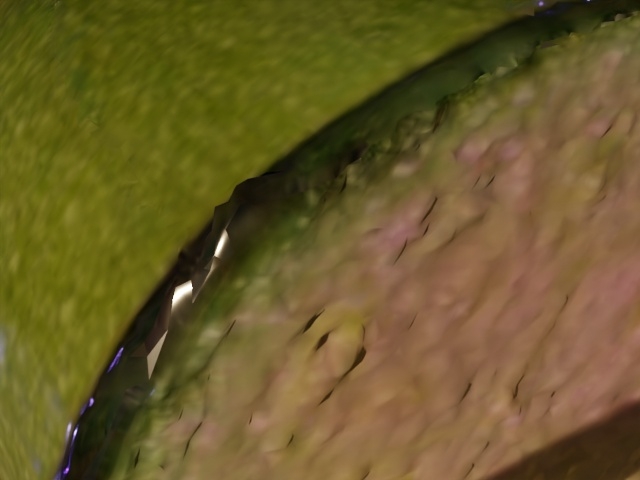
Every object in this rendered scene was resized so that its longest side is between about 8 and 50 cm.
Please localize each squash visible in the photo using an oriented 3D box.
[{"bbox_3d":[-0.012,-0.028,0.666,0.310,0.310,0.309,-45,49,7],"label":"squash"}]
